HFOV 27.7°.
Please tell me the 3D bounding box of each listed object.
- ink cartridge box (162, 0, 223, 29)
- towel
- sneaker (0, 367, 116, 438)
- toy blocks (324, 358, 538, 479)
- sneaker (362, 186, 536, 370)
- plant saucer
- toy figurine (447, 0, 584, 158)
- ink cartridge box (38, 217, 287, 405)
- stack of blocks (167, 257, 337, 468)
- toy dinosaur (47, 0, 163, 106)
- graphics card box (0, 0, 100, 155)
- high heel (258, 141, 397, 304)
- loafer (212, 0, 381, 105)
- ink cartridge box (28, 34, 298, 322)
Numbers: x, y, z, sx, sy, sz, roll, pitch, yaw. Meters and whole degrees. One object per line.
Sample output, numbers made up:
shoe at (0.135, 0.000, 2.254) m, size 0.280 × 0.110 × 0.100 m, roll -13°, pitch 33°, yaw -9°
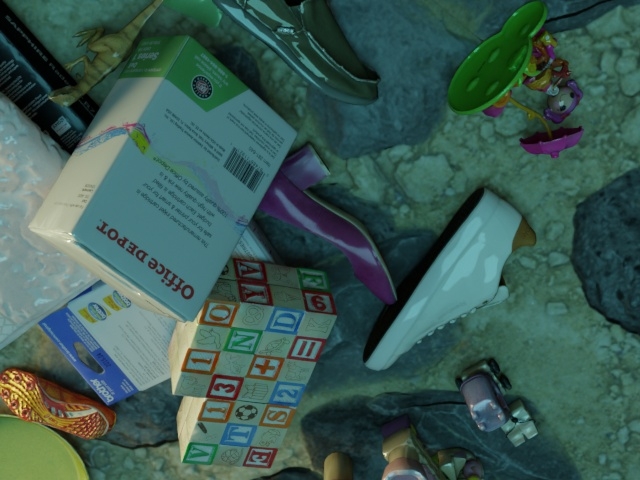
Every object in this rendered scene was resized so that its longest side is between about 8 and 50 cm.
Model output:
ink cartridge box at (-0.200, -0.371, 1.558) m, size 0.235 × 0.056 × 0.171 m, roll 26°, pitch 110°, yaw -8°
towel at (-0.430, -0.019, 1.572) m, size 0.317 × 0.053 × 0.332 m, roll -37°, pitch 122°, yaw 14°
sneaker at (-0.368, 0.229, 1.802) m, size 0.175 × 0.067 × 0.064 m, roll 26°, pitch 92°, yaw 7°
toy blocks at (0.183, 0.386, 1.751) m, size 0.309 × 0.260 × 0.288 m, roll -33°, pitch 108°, yaw 13°
sneaker at (0.173, 0.078, 1.708) m, size 0.123 × 0.106 × 0.290 m, roll 35°, pitch 107°, yaw -10°
plant saucer at (-0.445, 0.346, 1.861) m, size 0.241 × 0.037 × 0.241 m, roll 0°, pitch 112°, yaw 1°
toy figurine at (0.270, -0.182, 1.618) m, size 0.159 × 0.130 × 0.173 m, roll 38°, pitch 83°, yaw -28°
ink cartridge box at (-0.196, 0.085, 1.718) m, size 0.311 × 0.065 × 0.185 m, roll -27°, pitch 125°, yaw 9°
stack of blocks at (-0.109, 0.165, 1.699) m, size 0.171 × 0.087 × 0.297 m, roll 8°, pitch 128°, yaw -18°
toy dinosaur at (-0.244, -0.239, 1.577) m, size 0.211 × 0.112 × 0.064 m, roll -50°, pitch 122°, yaw -1°
graphics card box at (-0.404, -0.129, 1.636) m, size 0.233 × 0.094 × 0.371 m, roll -38°, pitch 106°, yaw 14°
high heel at (0.000, 0.000, 1.686) m, size 0.117 × 0.082 × 0.244 m, roll -32°, pitch 104°, yaw 4°
loafer at (-0.018, -0.257, 1.578) m, size 0.251 × 0.094 × 0.087 m, roll 35°, pitch 109°, yaw -16°
ink cartridge box at (-0.183, -0.072, 1.543) m, size 0.201 × 0.117 × 0.278 m, roll 40°, pitch 70°, yaw -36°
